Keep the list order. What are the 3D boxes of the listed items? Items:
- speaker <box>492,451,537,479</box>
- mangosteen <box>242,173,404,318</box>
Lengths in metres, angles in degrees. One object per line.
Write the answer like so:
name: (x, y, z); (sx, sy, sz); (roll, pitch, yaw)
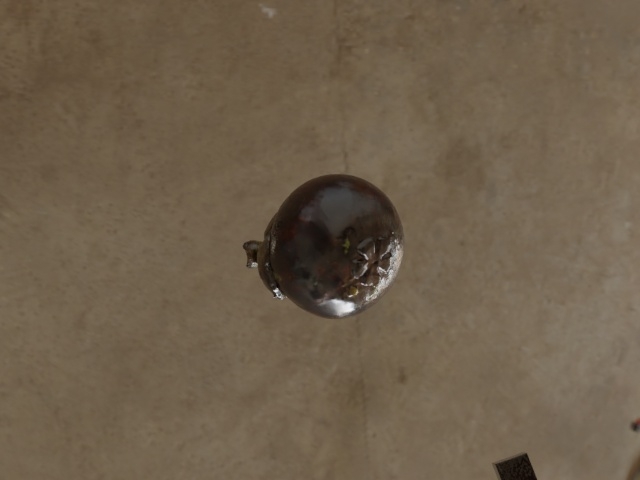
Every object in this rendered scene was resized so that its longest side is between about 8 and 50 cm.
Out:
speaker: (0.270, 0.360, 1.339); (0.046, 0.040, 0.191); (-20, 80, 0)
mangosteen: (0.010, 0.003, 1.235); (0.172, 0.184, 0.172); (-4, 103, -16)
